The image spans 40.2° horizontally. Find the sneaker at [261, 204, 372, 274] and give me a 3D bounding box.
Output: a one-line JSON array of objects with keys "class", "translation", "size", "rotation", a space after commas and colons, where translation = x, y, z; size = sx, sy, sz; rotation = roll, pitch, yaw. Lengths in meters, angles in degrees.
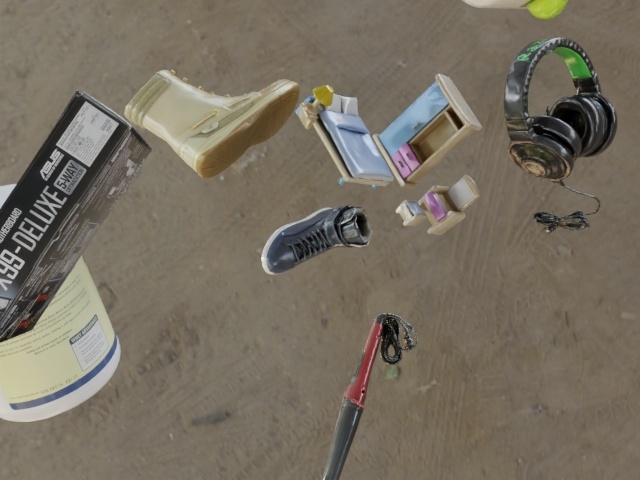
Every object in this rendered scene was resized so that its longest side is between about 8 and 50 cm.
[{"class": "sneaker", "translation": [0.000, -0.002, 1.761], "size": [0.226, 0.086, 0.163], "rotation": [-36, 23, -29]}]

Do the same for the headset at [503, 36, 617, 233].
[{"class": "headset", "translation": [0.457, -0.200, 1.729], "size": [0.243, 0.394, 0.185], "rotation": [-32, 21, -32]}]

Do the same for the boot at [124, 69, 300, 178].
[{"class": "boot", "translation": [-0.181, -0.235, 1.502], "size": [0.203, 0.095, 0.262], "rotation": [35, 58, 21]}]

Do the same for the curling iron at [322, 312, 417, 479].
[{"class": "curling iron", "translation": [0.058, 0.211, 1.145], "size": [0.068, 0.035, 0.274], "rotation": [26, 62, 3]}]

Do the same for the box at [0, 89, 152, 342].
[{"class": "box", "translation": [-0.333, -0.023, 1.091], "size": [0.076, 0.242, 0.307], "rotation": [33, 87, -4]}]

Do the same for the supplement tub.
[{"class": "supplement tub", "translation": [-0.480, 0.098, 1.395], "size": [0.235, 0.325, 0.235], "rotation": [-12, 28, 6]}]

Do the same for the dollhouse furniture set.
[{"class": "dollhouse furniture set", "translation": [0.150, -0.187, 1.661], "size": [0.198, 0.303, 0.286], "rotation": [-43, 61, 31]}]

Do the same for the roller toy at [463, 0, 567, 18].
[{"class": "roller toy", "translation": [0.255, -0.412, 1.177], "size": [0.146, 0.191, 0.209], "rotation": [-7, 30, -23]}]
